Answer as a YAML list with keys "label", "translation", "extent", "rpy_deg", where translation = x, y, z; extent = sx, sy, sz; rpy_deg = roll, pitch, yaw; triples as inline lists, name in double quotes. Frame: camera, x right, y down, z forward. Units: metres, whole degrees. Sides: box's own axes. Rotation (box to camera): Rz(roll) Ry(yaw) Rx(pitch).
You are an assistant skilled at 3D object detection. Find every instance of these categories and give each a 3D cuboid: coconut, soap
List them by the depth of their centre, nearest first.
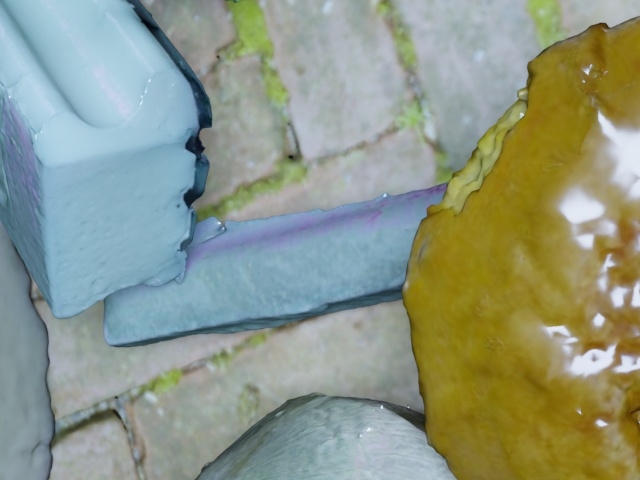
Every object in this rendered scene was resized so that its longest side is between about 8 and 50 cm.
- label: "coconut"
  translation: [0.012, 0.166, 0.518]
  extent: [0.194, 0.194, 0.194]
  rpy_deg: [1, 93, 25]
- label: "soap"
  translation: [-0.166, -0.100, 0.575]
  extent: [0.261, 0.094, 0.150]
  rpy_deg: [52, 145, 28]

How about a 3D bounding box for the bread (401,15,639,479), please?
- label: "bread"
  translation: [0.161, 0.036, 0.441]
  extent: [0.268, 0.145, 0.269]
  rpy_deg: [2, 99, 11]

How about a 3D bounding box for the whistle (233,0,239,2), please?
- label: "whistle"
  translation: [-0.075, -0.273, 0.556]
  extent: [0.141, 0.141, 0.294]
  rpy_deg: [-5, 94, 25]

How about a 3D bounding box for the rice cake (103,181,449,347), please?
- label: "rice cake"
  translation: [-0.001, 0.003, 0.585]
  extent: [0.290, 0.051, 0.081]
  rpy_deg: [-15, 88, 23]

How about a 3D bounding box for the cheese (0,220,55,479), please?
- label: "cheese"
  translation: [-0.341, 0.092, 0.687]
  extent: [0.292, 0.153, 0.332]
  rpy_deg: [4, 93, 24]
